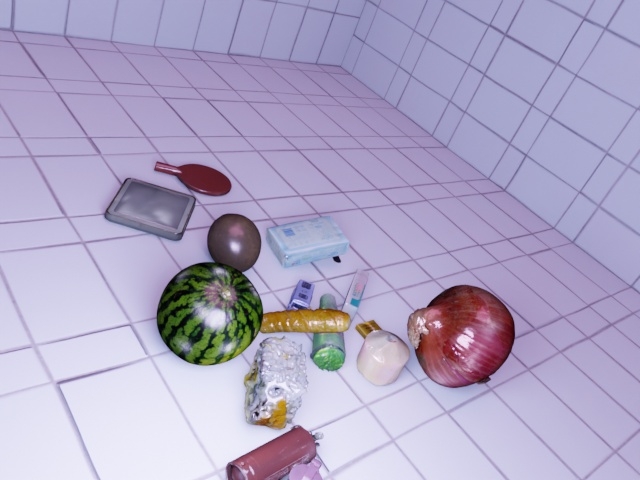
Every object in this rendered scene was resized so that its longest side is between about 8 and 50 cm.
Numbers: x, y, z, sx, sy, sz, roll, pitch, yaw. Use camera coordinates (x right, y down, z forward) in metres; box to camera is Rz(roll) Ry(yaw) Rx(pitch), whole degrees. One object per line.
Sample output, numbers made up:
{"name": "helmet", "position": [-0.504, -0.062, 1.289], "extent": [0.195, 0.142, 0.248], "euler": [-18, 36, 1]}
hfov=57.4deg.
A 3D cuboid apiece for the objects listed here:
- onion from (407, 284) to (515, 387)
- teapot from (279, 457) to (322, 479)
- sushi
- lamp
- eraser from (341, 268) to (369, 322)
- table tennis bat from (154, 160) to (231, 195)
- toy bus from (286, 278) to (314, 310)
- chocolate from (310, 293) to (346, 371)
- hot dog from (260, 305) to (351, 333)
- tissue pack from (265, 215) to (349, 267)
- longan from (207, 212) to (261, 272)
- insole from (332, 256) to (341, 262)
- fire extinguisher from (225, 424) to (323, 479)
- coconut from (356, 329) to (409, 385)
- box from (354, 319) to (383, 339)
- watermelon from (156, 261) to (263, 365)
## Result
{"name": "onion", "position": [0.451, 0.305, 1.873], "extent": [0.354, 0.353, 0.353], "euler": [17, 32, -11]}
{"name": "teapot", "position": [-0.039, 0.568, 1.316], "extent": [0.148, 0.146, 0.116], "euler": [-6, 42, -40]}
{"name": "sushi", "position": [-0.119, 0.374, 1.515], "extent": [0.140, 0.184, 0.274], "euler": [13, 34, -15]}
{"name": "lamp", "position": [-0.592, -0.115, 2.065], "extent": [0.267, 0.047, 0.269], "euler": [18, 32, -10]}
{"name": "eraser", "position": [0.114, 0.196, 2.020], "extent": [0.052, 0.095, 0.225], "euler": [22, 32, 4]}
{"name": "table tennis bat", "position": [-0.506, -0.258, 2.344], "extent": [0.311, 0.038, 0.200], "euler": [14, 33, -16]}
{"name": "toy bus", "position": [-0.067, 0.202, 1.910], "extent": [0.073, 0.076, 0.167], "euler": [22, 31, -4]}
{"name": "chocolate", "position": [0.025, 0.274, 1.848], "extent": [0.110, 0.110, 0.291], "euler": [17, 30, -10]}
{"name": "hot dog", "position": [-0.051, 0.245, 1.767], "extent": [0.286, 0.061, 0.087], "euler": [-6, 40, 7]}
{"name": "tissue pack", "position": [-0.049, 0.004, 2.167], "extent": [0.264, 0.089, 0.177], "euler": [-12, 45, -26]}
{"name": "longan", "position": [-0.288, 0.003, 1.961], "extent": [0.198, 0.198, 0.212], "euler": [14, 32, -16]}
{"name": "insole", "position": [0.052, 0.045, 2.293], "extent": [0.045, 0.002, 0.135], "euler": [7, 35, -23]}
{"name": "fire extinguisher", "position": [-0.095, 0.518, 1.404], "extent": [0.269, 0.104, 0.105], "euler": [-15, 49, -43]}
{"name": "coconut", "position": [0.192, 0.350, 1.788], "extent": [0.147, 0.152, 0.147], "euler": [16, 31, -10]}
{"name": "box", "position": [0.192, 0.330, 1.941], "extent": [0.089, 0.022, 0.156], "euler": [-8, 44, -40]}
{"name": "watermelon", "position": [-0.297, 0.198, 1.587], "extent": [0.285, 0.285, 0.285], "euler": [17, 32, -11]}
